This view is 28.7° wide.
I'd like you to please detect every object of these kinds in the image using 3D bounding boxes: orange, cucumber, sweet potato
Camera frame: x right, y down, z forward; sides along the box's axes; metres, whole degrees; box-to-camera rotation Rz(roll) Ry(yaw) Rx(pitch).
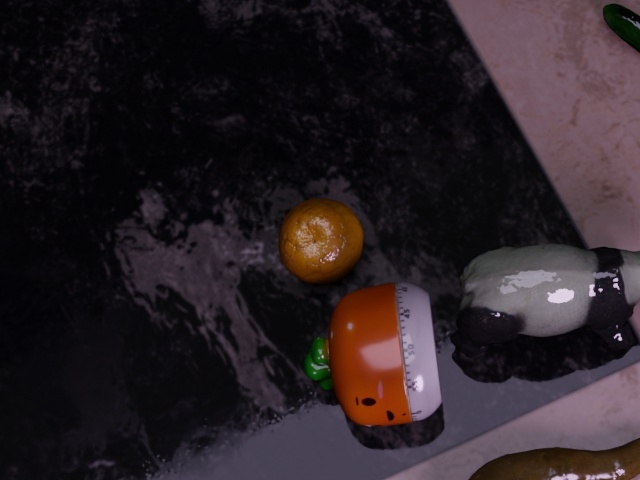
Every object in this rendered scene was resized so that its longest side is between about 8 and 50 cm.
[{"bbox_3d":[0.000,0.000,1.191,0.083,0.070,0.083,-2,83,13],"label":"orange"},{"bbox_3d":[0.356,-0.180,1.239,0.184,0.033,0.036,39,57,18],"label":"cucumber"},{"bbox_3d":[0.186,0.213,1.091,0.249,0.059,0.069,-25,87,-7],"label":"sweet potato"}]

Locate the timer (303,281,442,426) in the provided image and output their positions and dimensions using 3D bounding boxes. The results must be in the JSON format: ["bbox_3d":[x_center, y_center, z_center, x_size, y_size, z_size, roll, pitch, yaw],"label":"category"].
[{"bbox_3d":[0.046,0.103,1.127,0.136,0.099,0.136,-2,56,2],"label":"timer"}]

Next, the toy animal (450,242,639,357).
[{"bbox_3d":[0.227,0.042,1.118,0.225,0.121,0.094,-3,68,4],"label":"toy animal"}]
